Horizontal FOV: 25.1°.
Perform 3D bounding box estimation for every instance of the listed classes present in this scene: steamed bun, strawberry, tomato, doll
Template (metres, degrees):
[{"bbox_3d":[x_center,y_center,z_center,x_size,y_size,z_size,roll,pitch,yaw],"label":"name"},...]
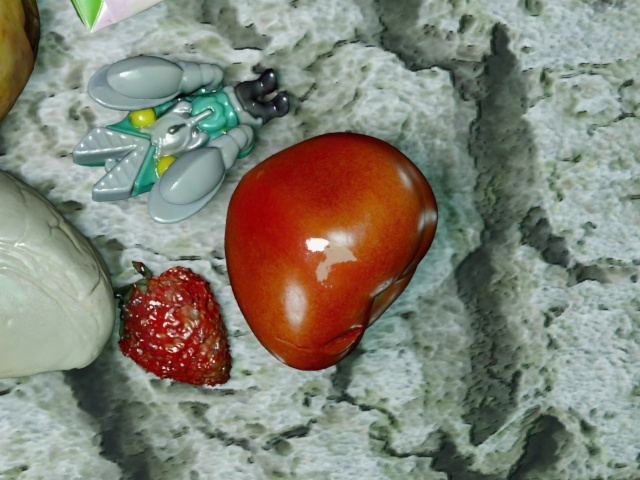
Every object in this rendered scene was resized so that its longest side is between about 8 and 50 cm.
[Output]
[{"bbox_3d":[-0.433,0.036,1.614,0.383,0.247,0.236,-10,113,-8],"label":"steamed bun"},{"bbox_3d":[-0.181,0.116,1.793,0.140,0.085,0.192,-12,110,-13],"label":"strawberry"},{"bbox_3d":[0.000,0.000,1.720,0.226,0.298,0.298,35,95,13],"label":"tomato"},{"bbox_3d":[-0.173,-0.145,1.697,0.195,0.153,0.258,35,69,7],"label":"doll"}]

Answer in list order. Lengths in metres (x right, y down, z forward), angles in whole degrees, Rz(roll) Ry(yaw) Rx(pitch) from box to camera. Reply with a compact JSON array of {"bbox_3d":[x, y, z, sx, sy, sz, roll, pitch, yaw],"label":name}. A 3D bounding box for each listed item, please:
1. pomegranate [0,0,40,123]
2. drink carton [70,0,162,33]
[{"bbox_3d":[-0.441,-0.208,1.541,0.281,0.281,0.281,-4,106,-13],"label":"pomegranate"},{"bbox_3d":[-0.272,-0.375,1.587,0.108,0.161,0.271,-27,110,-6],"label":"drink carton"}]
